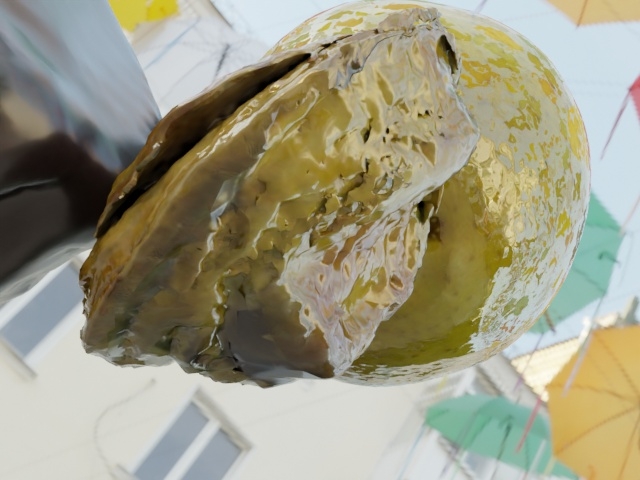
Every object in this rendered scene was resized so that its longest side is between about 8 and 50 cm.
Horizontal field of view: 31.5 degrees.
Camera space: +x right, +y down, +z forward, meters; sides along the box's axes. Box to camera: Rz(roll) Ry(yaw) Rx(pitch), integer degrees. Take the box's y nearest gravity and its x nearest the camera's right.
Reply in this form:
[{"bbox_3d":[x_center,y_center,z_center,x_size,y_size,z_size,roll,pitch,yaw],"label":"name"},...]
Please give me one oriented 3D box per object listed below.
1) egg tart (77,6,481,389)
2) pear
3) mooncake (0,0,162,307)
[{"bbox_3d":[0.000,0.000,0.655,0.132,0.297,0.297,45,-41,18],"label":"egg tart"},{"bbox_3d":[0.065,-0.045,1.040,0.362,0.418,0.362,3,-74,11],"label":"pear"},{"bbox_3d":[-0.255,-0.133,0.709,0.212,0.350,0.381,-31,-110,14],"label":"mooncake"}]
